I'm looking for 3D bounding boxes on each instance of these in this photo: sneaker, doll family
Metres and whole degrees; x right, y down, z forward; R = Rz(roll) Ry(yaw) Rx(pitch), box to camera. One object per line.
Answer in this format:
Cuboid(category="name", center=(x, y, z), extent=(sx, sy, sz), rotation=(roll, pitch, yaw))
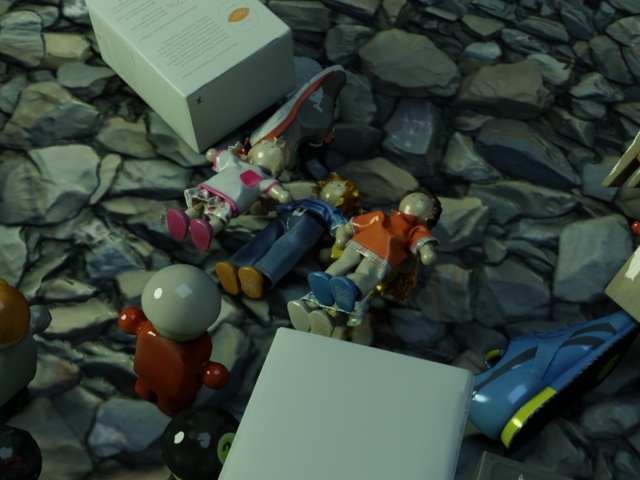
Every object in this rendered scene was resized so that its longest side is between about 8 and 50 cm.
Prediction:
Cuboid(category="sneaker", center=(0.200, 0.099, 1.059), extent=(0.209, 0.069, 0.082), rotation=(-28, 56, -35))
Cuboid(category="doll family", center=(0.000, 0.000, 1.089), extent=(0.263, 0.118, 0.163), rotation=(23, 49, 33))
Cuboid(category="sneaker", center=(-0.011, -0.118, 1.233), extent=(0.065, 0.061, 0.158), rotation=(47, 48, -7))

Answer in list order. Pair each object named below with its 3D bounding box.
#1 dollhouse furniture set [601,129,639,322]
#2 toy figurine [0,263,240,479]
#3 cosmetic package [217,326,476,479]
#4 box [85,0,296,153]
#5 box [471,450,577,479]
Cuboid(category="dollhouse furniture set", center=(0.373, 0.007, 1.145), extent=(0.262, 0.135, 0.259), rotation=(43, 24, 25))
Cuboid(category="toy figurine", center=(-0.162, 0.123, 0.879), extent=(0.209, 0.148, 0.213), rotation=(1, 47, -14))
Cuboid(category="cosmetic package", center=(-0.001, 0.217, 0.757), extent=(0.138, 0.224, 0.224), rotation=(13, 38, 8))
Cuboid(category="box", center=(-0.127, -0.194, 1.213), extent=(0.130, 0.091, 0.170), rotation=(-36, 63, -18))
Cuboid(category="box", center=(0.205, 0.268, 0.887), extent=(0.231, 0.056, 0.183), rotation=(17, 40, 6))
